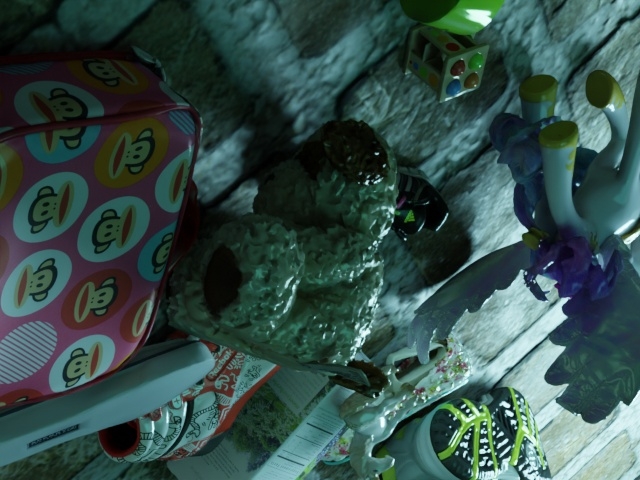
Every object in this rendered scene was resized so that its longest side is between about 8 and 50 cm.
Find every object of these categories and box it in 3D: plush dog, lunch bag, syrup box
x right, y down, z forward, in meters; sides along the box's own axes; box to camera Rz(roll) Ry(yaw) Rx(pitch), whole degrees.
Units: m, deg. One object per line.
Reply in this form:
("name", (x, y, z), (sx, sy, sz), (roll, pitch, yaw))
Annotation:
("plush dog", (0.000, 0.000, 1.207), (0.225, 0.211, 0.262), (-69, -167, -11))
("lunch bag", (-0.205, -0.006, 1.075), (0.258, 0.120, 0.293), (-12, 134, -41))
("syrup box", (-0.047, 0.202, 1.501), (0.237, 0.093, 0.096), (-49, 147, 5))

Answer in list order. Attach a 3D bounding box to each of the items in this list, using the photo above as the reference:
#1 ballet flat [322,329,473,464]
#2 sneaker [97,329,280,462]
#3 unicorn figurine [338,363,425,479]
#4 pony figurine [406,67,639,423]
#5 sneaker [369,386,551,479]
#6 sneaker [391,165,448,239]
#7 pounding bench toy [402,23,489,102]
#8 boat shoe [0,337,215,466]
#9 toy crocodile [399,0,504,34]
("ballet flat", (0.081, 0.180, 1.650), (0.241, 0.091, 0.077), (-30, 114, -29))
("sneaker", (-0.117, 0.113, 1.330), (0.145, 0.090, 0.270), (1, 128, -51))
("unicorn figurine", (0.062, 0.199, 1.488), (0.111, 0.060, 0.162), (-43, 132, -3))
("pony figurine", (0.285, -0.002, 1.524), (0.351, 0.303, 0.363), (-36, 132, -29))
("sneaker", (0.195, 0.284, 1.855), (0.147, 0.145, 0.385), (-25, 158, 26))
("sneaker", (0.070, -0.039, 1.382), (0.170, 0.075, 0.063), (3, 125, -49))
("pounding bench toy", (0.133, -0.177, 1.309), (0.083, 0.065, 0.052), (-24, 141, -30))
("boat shoe", (-0.227, 0.128, 1.219), (0.268, 0.088, 0.096), (-21, 161, -20))
("toy crocodile", (0.166, -0.328, 1.163), (0.115, 0.105, 0.340), (-10, 129, -41))
